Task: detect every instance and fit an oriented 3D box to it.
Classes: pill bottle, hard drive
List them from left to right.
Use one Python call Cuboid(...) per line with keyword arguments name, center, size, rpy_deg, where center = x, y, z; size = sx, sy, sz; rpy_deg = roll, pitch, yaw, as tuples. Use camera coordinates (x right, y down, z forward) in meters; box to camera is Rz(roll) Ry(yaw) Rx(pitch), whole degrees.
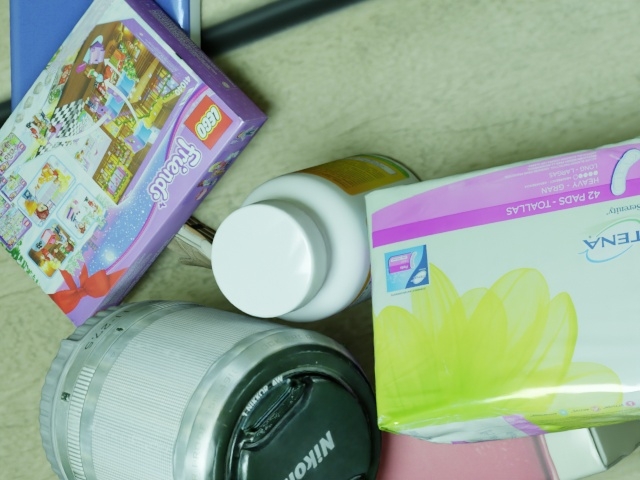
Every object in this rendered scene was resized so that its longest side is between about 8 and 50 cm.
Cuboid(name="hard drive", center=(-0.220, -0.231, 1.997), size=(0.210, 0.040, 0.318), rpy_deg=(5, 101, 24))
Cuboid(name="pill bottle", center=(0.000, 0.000, 1.817), size=(0.136, 0.246, 0.136), rpy_deg=(4, 100, 25))

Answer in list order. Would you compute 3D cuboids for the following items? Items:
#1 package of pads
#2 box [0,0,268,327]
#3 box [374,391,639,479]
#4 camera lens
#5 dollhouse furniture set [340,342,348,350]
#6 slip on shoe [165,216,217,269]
Cuboid(name="package of pads", center=(0.186, 0.050, 1.673), size=(0.296, 0.101, 0.229), rpy_deg=(-12, 71, 27))
Cuboid(name="box", center=(-0.213, -0.083, 1.962), size=(0.201, 0.057, 0.293), rpy_deg=(46, 114, 13))
Cuboid(name="box", center=(0.163, 0.170, 1.823), size=(0.232, 0.148, 0.127), rpy_deg=(-21, 88, 26))
Cuboid(name="camera lens", center=(-0.098, 0.173, 1.779), size=(0.274, 0.219, 0.219), rpy_deg=(10, 104, 48))
Cuboid(name="dollhouse furniture set", center=(-0.085, 0.244, 2.001), size=(0.198, 0.151, 0.301), rpy_deg=(13, 76, 17))
Cuboid(name="slip on shoe", center=(-0.125, 0.008, 1.987), size=(0.135, 0.051, 0.041), rpy_deg=(34, 106, 20))
